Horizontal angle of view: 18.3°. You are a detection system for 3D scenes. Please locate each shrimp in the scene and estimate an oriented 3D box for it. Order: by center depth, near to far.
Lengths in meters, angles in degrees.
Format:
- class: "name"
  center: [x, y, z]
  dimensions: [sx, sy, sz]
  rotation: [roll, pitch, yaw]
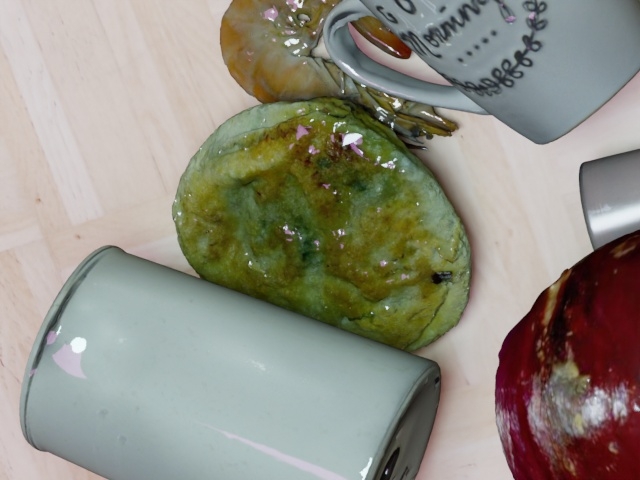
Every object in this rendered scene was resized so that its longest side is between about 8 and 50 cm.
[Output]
- class: "shrimp"
  center: [0.020, -0.158, 1.745]
  dimensions: [0.236, 0.053, 0.133]
  rotation: [27, 93, 15]

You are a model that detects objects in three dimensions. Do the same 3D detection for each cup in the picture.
- class: "cup"
  center: [0.124, -0.187, 1.629]
  dimensions: [0.234, 0.186, 0.258]
  rotation: [49, 130, -8]

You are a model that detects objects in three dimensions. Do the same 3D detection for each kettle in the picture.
- class: "kettle"
  center: [-0.068, 0.142, 1.740]
  dimensions: [0.318, 0.265, 0.205]
  rotation: [19, 108, 14]

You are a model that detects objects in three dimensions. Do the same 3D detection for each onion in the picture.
- class: "onion"
  center: [0.333, 0.199, 1.524]
  dimensions: [0.398, 0.398, 0.420]
  rotation: [-5, 77, 21]

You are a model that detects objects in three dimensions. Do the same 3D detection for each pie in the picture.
- class: "pie"
  center: [0.000, 0.000, 1.747]
  dimensions: [0.277, 0.078, 0.277]
  rotation: [14, 126, 20]

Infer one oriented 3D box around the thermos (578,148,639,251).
- class: "thermos"
  center: [0.316, -0.054, 1.637]
  dimensions: [0.193, 0.105, 0.137]
  rotation: [-16, 68, 20]
